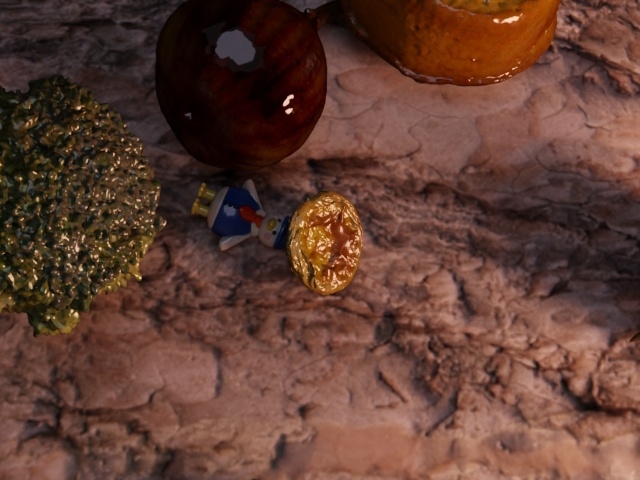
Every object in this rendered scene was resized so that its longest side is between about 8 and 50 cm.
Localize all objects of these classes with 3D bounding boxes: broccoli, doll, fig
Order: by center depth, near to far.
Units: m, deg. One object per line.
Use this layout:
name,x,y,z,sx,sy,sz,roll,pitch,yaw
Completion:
broccoli,-0.292,-0.033,0.861,0.235,0.260,0.288,16,28,13
doll,-0.087,-0.025,0.971,0.142,0.058,0.099,24,71,-4
fig,-0.064,-0.238,0.987,0.217,0.217,0.321,33,52,5

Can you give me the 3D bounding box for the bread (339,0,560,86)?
bread,0.174,-0.348,1.032,0.312,0.172,0.312,2,71,-7

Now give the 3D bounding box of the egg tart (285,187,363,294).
egg tart,0.000,0.000,0.955,0.130,0.052,0.131,0,90,-45

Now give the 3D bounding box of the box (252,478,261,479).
box,-0.049,0.302,0.871,0.084,0.060,0.063,10,67,-1

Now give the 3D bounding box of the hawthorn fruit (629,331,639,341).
hawthorn fruit,0.485,0.064,0.936,0.251,0.189,0.190,-20,76,-4
